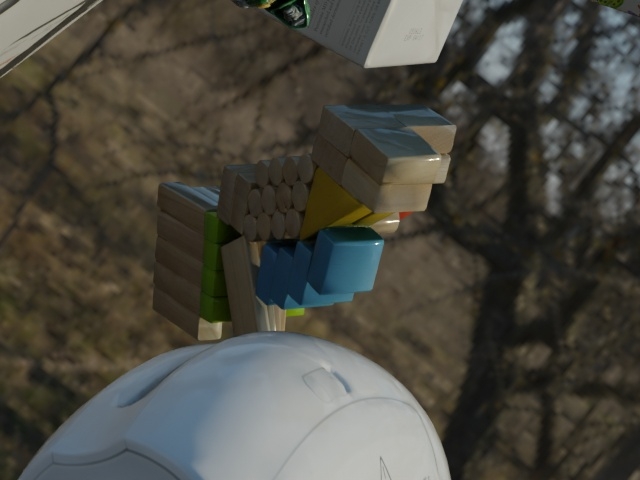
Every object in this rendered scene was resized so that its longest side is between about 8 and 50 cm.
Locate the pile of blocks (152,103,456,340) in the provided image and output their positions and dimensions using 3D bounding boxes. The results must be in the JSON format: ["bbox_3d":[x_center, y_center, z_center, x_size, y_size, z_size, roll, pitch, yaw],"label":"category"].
[{"bbox_3d":[0.000,0.000,1.151,0.112,0.149,0.362,-4,-8,-31],"label":"pile of blocks"}]

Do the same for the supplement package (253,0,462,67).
[{"bbox_3d":[-0.006,-0.313,1.574,0.293,0.175,0.177,30,20,20],"label":"supplement package"}]

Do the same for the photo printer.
[{"bbox_3d":[-0.009,0.187,0.575,0.256,0.107,0.307,-4,83,-71],"label":"photo printer"}]

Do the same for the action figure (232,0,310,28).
[{"bbox_3d":[-0.071,-0.239,1.249,0.232,0.137,0.063,40,36,-48],"label":"action figure"}]

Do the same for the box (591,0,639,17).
[{"bbox_3d":[0.301,-0.306,1.190,0.279,0.290,0.177,-137,-149,-63],"label":"box"}]

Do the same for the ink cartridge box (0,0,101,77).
[{"bbox_3d":[-0.182,-0.119,0.654,0.129,0.307,0.223,54,14,-6],"label":"ink cartridge box"}]
